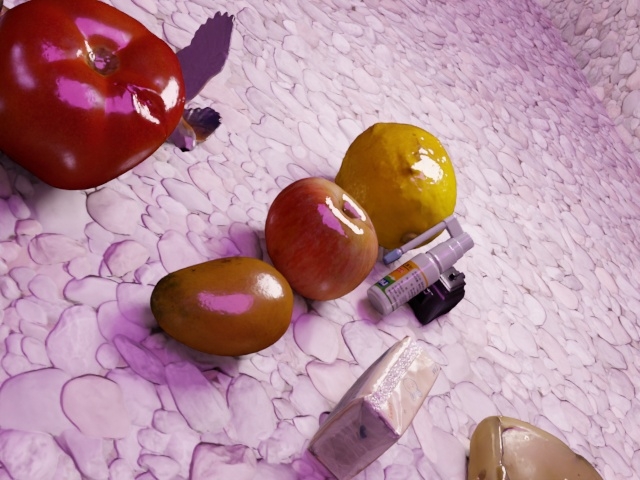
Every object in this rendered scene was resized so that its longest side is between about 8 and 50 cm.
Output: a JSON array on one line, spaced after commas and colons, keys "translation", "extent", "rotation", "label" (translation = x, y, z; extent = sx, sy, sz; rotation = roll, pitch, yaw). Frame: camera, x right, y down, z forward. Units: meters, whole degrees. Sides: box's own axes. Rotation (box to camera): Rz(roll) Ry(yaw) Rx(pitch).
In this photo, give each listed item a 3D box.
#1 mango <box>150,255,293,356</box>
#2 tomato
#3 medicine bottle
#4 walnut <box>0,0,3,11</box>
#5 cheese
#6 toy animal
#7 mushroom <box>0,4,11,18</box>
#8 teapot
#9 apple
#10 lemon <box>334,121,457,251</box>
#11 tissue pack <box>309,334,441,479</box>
[{"translation": [-0.137, 0.098, 1.230], "extent": [0.221, 0.120, 0.152], "rotation": [-10, 56, -43], "label": "mango"}, {"translation": [-0.352, -0.210, 1.229], "extent": [0.298, 0.226, 0.299], "rotation": [14, 59, -24], "label": "tomato"}, {"translation": [0.180, 0.042, 1.554], "extent": [0.220, 0.061, 0.092], "rotation": [-33, 98, -16], "label": "medicine bottle"}, {"translation": [-0.558, -0.362, 1.170], "extent": [0.248, 0.248, 0.248], "rotation": [28, 37, -23], "label": "walnut"}, {"translation": [0.378, 0.439, 1.394], "extent": [0.315, 0.128, 0.260], "rotation": [28, 44, -12], "label": "cheese"}, {"translation": [-0.315, -0.271, 1.447], "extent": [0.284, 0.225, 0.302], "rotation": [21, 48, -1], "label": "toy animal"}, {"translation": [-0.572, -0.445, 1.342], "extent": [0.233, 0.208, 0.302], "rotation": [-24, 78, -12], "label": "mushroom"}, {"translation": [0.232, 0.090, 1.640], "extent": [0.177, 0.096, 0.087], "rotation": [-16, 64, -53], "label": "teapot"}, {"translation": [0.000, 0.000, 1.441], "extent": [0.209, 0.164, 0.209], "rotation": [39, 24, -21], "label": "apple"}, {"translation": [0.151, -0.109, 1.661], "extent": [0.233, 0.233, 0.288], "rotation": [15, 49, -36], "label": "lemon"}, {"translation": [0.084, 0.249, 1.266], "extent": [0.092, 0.148, 0.196], "rotation": [45, 34, 4], "label": "tissue pack"}]
